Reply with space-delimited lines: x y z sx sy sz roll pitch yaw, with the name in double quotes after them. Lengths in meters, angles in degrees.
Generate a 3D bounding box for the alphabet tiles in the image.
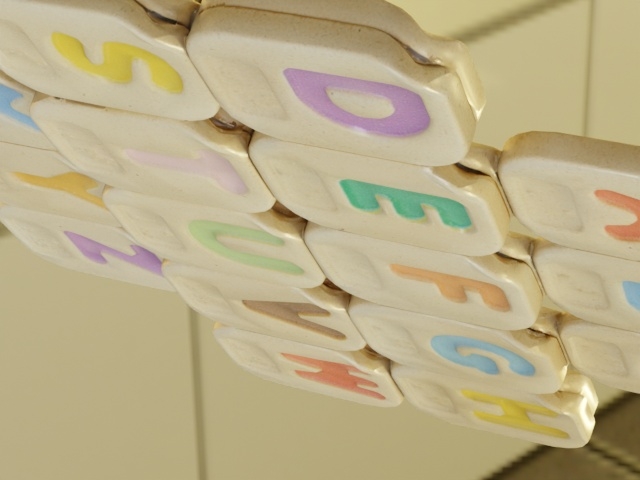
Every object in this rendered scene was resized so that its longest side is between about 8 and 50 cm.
0.000 0.000 0.579 0.278 0.284 0.021 11 -111 20 "alphabet tiles"
